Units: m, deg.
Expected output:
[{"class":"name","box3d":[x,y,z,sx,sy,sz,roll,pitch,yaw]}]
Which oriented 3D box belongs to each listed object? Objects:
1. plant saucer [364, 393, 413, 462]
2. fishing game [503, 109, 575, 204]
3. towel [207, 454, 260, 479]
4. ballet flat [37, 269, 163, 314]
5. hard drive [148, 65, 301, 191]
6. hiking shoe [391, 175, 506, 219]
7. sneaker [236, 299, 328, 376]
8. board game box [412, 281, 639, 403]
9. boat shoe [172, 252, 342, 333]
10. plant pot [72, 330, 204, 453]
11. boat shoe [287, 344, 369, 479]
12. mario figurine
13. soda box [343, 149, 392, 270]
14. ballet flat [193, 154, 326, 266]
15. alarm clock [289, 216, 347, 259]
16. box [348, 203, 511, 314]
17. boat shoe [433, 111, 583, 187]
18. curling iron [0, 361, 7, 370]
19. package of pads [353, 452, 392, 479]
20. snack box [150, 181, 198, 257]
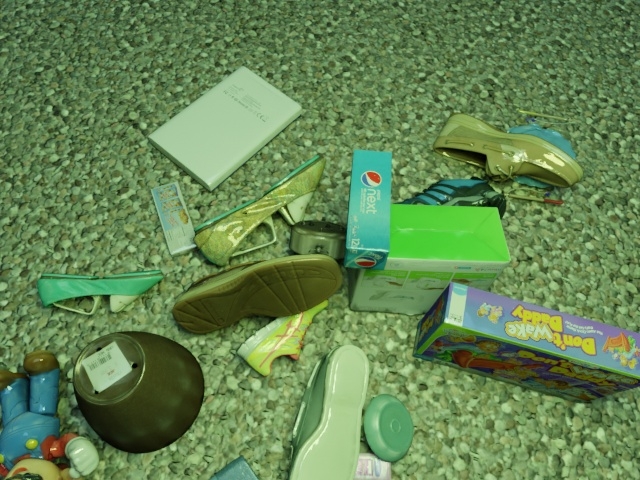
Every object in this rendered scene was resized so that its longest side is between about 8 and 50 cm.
[{"class":"plant saucer","box3d":[0.132,0.342,0.904,0.119,0.021,0.119,18,58,-32]},{"class":"fishing game","box3d":[0.534,-0.209,1.231,0.189,0.041,0.264,9,69,10]},{"class":"towel","box3d":[-0.169,0.441,0.865,0.119,0.029,0.067,-33,70,-17]},{"class":"ballet flat","box3d":[-0.441,0.106,0.998,0.247,0.083,0.087,-2,88,-4]},{"class":"hard drive","box3d":[-0.230,-0.285,1.217,0.210,0.040,0.318,38,67,15]},{"class":"hiking shoe","box3d":[0.257,-0.070,1.123,0.304,0.113,0.132,-8,38,-5]},{"class":"sneaker","box3d":[-0.060,0.188,0.979,0.208,0.081,0.094,-36,82,-15]},{"class":"board game box","box3d":[0.370,0.197,0.908,0.347,0.233,0.078,15,63,4]},{"class":"boat shoe","box3d":[-0.122,0.081,0.962,0.342,0.123,0.123,-20,28,15]},{"class":"plant pot","box3d":[-0.326,0.242,0.842,0.216,0.230,0.215,1,63,-2]},{"class":"boat shoe","box3d":[0.005,0.349,0.896,0.116,0.099,0.319,26,66,-21]},{"class":"mario figurine","box3d":[-0.487,0.342,0.807,0.170,0.198,0.320,8,44,-48]},{"class":"soda box","box3d":[0.083,-0.056,0.852,0.071,0.067,0.210,5,59,2]},{"class":"ballet flat","box3d":[-0.109,-0.060,1.083,0.349,0.123,0.123,-34,70,-19]},{"class":"alarm clock","box3d":[0.000,0.000,1.023,0.129,0.192,0.064,8,108,-1]},{"class":"box","box3d":[0.196,0.046,0.972,0.262,0.231,0.126,1,59,-2]},{"class":"boat shoe","box3d":[0.433,-0.190,1.161,0.341,0.121,0.110,30,84,30]},{"class":"curling iron","box3d":[-0.669,0.338,0.880,0.068,0.035,0.274,29,66,13]},{"class":"package of pads","box3d":[0.088,0.413,0.894,0.083,0.032,0.050,3,60,-2]},{"class":"snack box","box3d":[-0.326,-0.050,1.104,0.064,0.022,0.178,-19,66,-12]}]
